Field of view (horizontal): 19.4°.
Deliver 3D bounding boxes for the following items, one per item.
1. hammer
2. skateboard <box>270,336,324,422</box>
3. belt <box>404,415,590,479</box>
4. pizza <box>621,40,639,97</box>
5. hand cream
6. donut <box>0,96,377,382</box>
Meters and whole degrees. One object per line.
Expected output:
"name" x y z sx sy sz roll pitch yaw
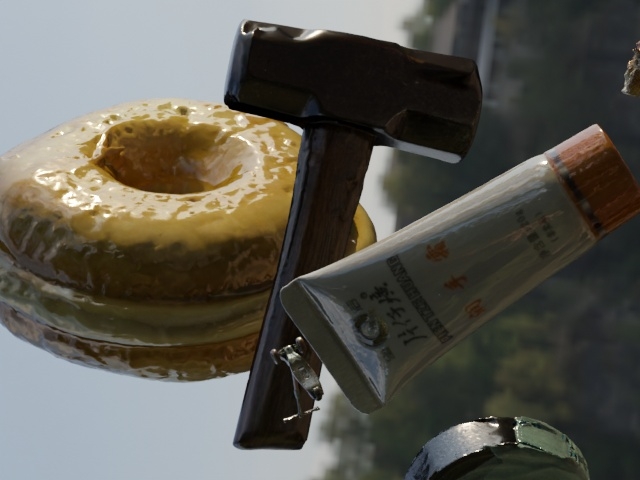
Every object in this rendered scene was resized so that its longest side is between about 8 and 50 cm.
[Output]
"hammer" 0.000 0.000 1.735 0.095 0.242 0.409 128 156 -73
"skateboard" -0.012 0.127 1.509 0.064 0.032 0.083 54 160 39
"belt" 0.130 0.183 1.384 0.058 0.140 0.105 -100 5 -65
"pizza" 0.456 -0.248 2.182 0.246 0.127 0.058 -50 16 10
"hand cream" 0.124 0.013 1.603 0.140 0.314 0.089 53 -170 -13
"donut" -0.158 -0.004 1.988 0.449 0.448 0.198 -67 -16 -63
